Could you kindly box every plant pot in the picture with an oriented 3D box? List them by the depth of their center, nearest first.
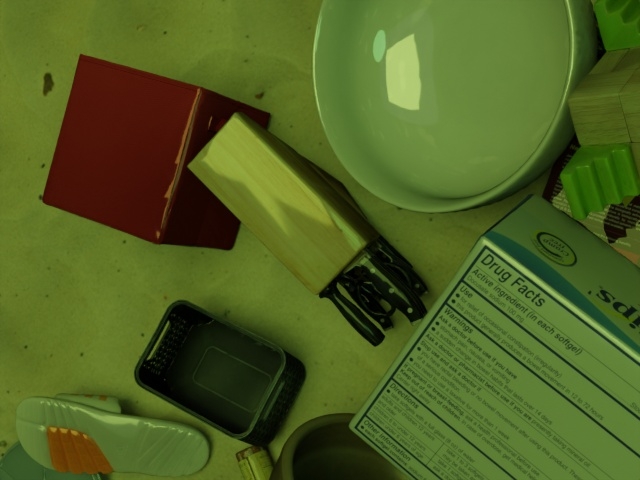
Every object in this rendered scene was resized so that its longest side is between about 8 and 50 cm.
[{"bbox_3d":[0.041,0.362,1.031,0.263,0.263,0.229,35,118,22],"label":"plant pot"}]

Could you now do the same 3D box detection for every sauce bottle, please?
[{"bbox_3d":[-0.067,0.320,1.169,0.042,0.042,0.128,-27,76,19],"label":"sauce bottle"}]

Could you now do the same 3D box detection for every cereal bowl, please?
[{"bbox_3d":[0.157,-0.198,1.034,0.338,0.141,0.339,4,96,42],"label":"cereal bowl"}]

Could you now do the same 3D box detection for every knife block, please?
[{"bbox_3d":[0.000,0.000,1.064,0.088,0.275,0.242,-46,41,13],"label":"knife block"}]

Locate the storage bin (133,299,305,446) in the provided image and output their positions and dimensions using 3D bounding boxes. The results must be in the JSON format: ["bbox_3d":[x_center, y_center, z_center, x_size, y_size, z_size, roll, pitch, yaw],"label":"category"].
[{"bbox_3d":[-0.125,0.166,1.168,0.180,0.084,0.122,23,80,24],"label":"storage bin"}]

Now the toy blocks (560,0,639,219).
[{"bbox_3d":[0.405,-0.163,0.830,0.260,0.381,0.191,0,124,41],"label":"toy blocks"}]

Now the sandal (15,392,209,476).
[{"bbox_3d":[-0.275,0.261,1.253,0.265,0.076,0.102,9,105,3],"label":"sandal"}]

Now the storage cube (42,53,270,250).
[{"bbox_3d":[-0.206,-0.107,1.185,0.214,0.183,0.193,17,94,23],"label":"storage cube"}]

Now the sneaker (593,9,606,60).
[{"bbox_3d":[0.305,-0.232,1.032,0.178,0.077,0.072,14,90,24],"label":"sneaker"}]

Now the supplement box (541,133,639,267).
[{"bbox_3d":[0.295,0.009,1.019,0.130,0.073,0.240,22,95,22],"label":"supplement box"}]

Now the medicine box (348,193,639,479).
[{"bbox_3d":[0.219,0.152,0.932,0.263,0.149,0.289,39,124,13],"label":"medicine box"}]

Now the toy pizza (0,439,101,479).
[{"bbox_3d":[-0.379,0.370,1.305,0.201,0.032,0.201,-1,86,22],"label":"toy pizza"}]
